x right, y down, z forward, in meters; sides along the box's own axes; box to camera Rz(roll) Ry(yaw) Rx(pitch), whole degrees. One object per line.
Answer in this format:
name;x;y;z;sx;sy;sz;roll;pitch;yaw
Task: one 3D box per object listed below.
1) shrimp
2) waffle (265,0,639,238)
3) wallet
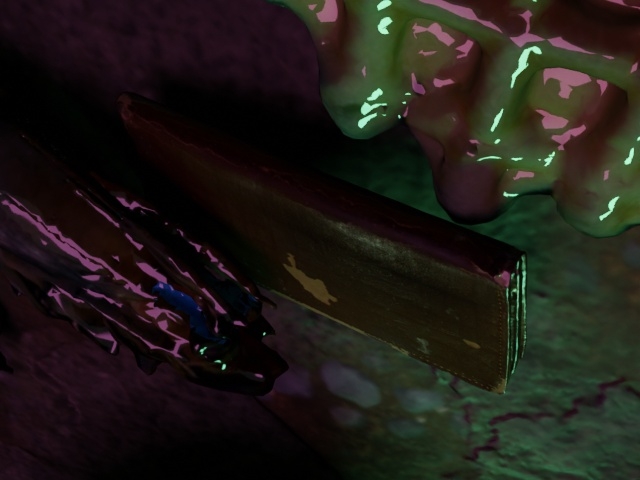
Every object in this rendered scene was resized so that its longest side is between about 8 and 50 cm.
shrimp;-0.148;0.015;0.502;0.290;0.054;0.222;29;139;11
waffle;0.091;-0.123;0.274;0.292;0.056;0.309;-21;121;37
wallet;0.000;0.000;0.425;0.176;0.026;0.095;22;149;24
